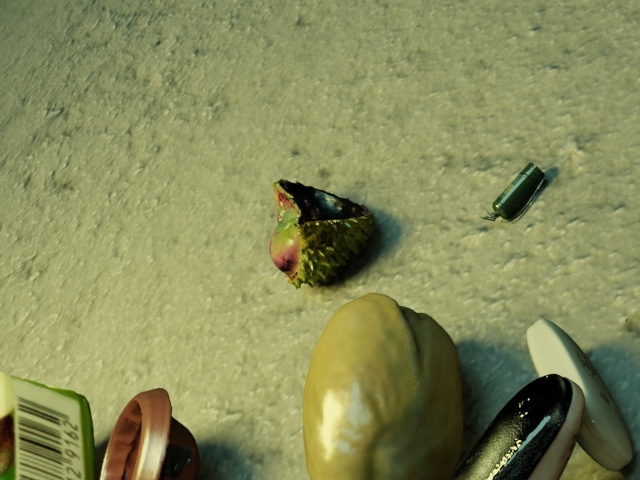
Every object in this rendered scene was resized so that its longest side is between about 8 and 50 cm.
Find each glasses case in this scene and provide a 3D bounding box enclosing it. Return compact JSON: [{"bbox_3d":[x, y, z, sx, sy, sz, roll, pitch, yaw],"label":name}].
[{"bbox_3d":[0.141,0.257,1.615,0.314,0.075,0.122,-58,7,6],"label":"glasses case"},{"bbox_3d":[0.246,0.145,1.704,0.049,0.074,0.193,-37,33,13],"label":"glasses case"}]

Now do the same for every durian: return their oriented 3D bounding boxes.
[{"bbox_3d":[-0.002,0.003,2.125,0.187,0.119,0.108,-126,47,-68],"label":"durian"}]

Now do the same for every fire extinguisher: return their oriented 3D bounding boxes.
[{"bbox_3d":[0.218,-0.048,1.999,0.083,0.025,0.038,-46,57,-7],"label":"fire extinguisher"}]

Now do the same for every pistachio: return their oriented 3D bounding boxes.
[{"bbox_3d":[0.059,0.173,1.789,0.293,0.162,0.181,-89,25,-46],"label":"pistachio"}]

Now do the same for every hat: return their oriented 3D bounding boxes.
[{"bbox_3d":[-0.183,0.260,1.973,0.205,0.089,0.205,-164,90,-73],"label":"hat"}]

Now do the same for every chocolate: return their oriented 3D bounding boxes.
[{"bbox_3d":[-0.394,0.333,2.040,0.289,0.137,0.301,-44,29,19],"label":"chocolate"}]
